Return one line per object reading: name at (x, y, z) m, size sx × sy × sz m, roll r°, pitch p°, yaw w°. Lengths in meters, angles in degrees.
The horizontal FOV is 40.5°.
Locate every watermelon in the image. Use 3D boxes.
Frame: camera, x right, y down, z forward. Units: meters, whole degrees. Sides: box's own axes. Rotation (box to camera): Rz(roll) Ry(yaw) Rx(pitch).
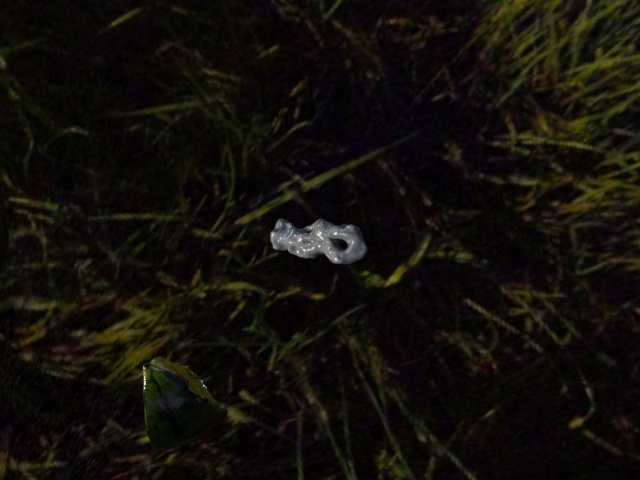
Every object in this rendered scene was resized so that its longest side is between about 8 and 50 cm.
watermelon at (-0.212, 0.234, 1.278) m, size 0.123 × 0.301 × 0.129 m, roll -27°, pitch 80°, yaw -7°

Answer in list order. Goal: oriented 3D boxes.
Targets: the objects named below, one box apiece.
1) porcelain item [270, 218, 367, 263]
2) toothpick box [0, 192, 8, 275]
porcelain item at (0.000, 0.000, 0.715) m, size 0.083 × 0.028 × 0.036 m, roll 10°, pitch 75°, yaw 26°
toothpick box at (-0.401, 0.002, 0.684) m, size 0.294 × 0.192 × 0.192 m, roll -11°, pitch 73°, yaw -41°
